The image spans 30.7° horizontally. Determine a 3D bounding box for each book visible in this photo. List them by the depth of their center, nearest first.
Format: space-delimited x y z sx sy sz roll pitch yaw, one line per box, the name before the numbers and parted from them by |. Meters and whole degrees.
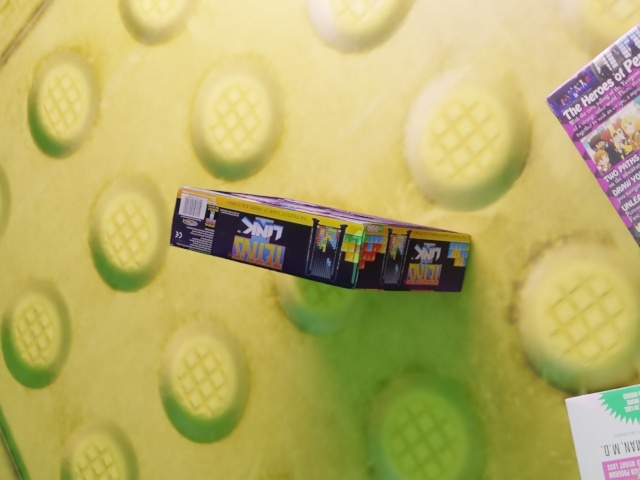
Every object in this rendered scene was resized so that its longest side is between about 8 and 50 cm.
book | 0.220 0.164 0.744 0.096 0.035 0.144 -18 76 31

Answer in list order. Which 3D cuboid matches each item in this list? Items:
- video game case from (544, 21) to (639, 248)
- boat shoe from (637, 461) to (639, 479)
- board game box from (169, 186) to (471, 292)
video game case | 0.281 -0.072 0.699 0.232 0.042 0.210 -40 67 29
boat shoe | 0.242 0.077 0.668 0.063 0.066 0.184 22 111 10
board game box | 0.000 0.000 0.847 0.170 0.141 0.048 13 94 37
